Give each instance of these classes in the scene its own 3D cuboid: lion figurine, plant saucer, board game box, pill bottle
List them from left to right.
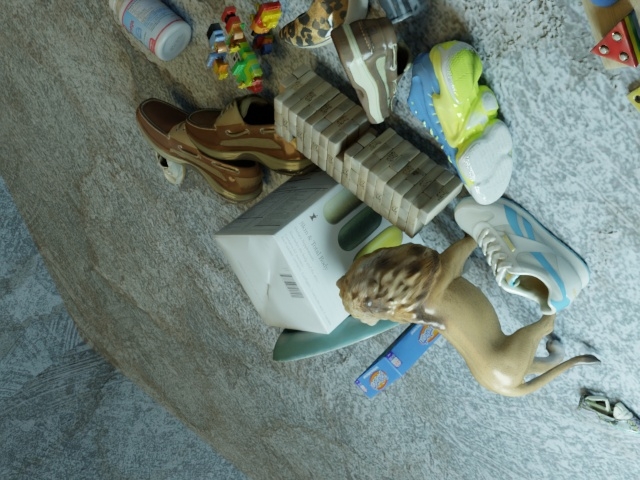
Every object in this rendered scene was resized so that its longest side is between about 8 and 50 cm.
[{"bbox_3d":[-0.333,-0.428,1.552,0.160,0.087,0.087,42,150,16],"label":"pill bottle"},{"bbox_3d":[0.055,0.140,1.460,0.317,0.317,0.044,-18,93,59],"label":"plant saucer"},{"bbox_3d":[0.167,0.182,1.442,0.047,0.210,0.160,45,151,6],"label":"board game box"},{"bbox_3d":[0.230,0.127,1.253,0.392,0.240,0.142,39,144,16],"label":"lion figurine"}]

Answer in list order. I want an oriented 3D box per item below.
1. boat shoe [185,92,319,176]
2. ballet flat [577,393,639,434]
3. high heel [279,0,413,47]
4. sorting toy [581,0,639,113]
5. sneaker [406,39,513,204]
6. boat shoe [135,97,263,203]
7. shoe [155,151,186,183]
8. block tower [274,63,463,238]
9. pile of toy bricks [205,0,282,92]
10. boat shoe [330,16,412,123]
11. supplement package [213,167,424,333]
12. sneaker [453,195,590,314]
[{"bbox_3d":[-0.122,-0.217,1.492,0.324,0.122,0.120,16,132,33],"label":"boat shoe"},{"bbox_3d":[0.475,0.280,1.310,0.114,0.041,0.041,18,138,42],"label":"ballet flat"},{"bbox_3d":[0.003,-0.381,1.144,0.261,0.093,0.186,-2,120,47],"label":"high heel"},{"bbox_3d":[0.346,-0.242,0.874,0.132,0.046,0.275,3,127,53],"label":"sorting toy"},{"bbox_3d":[0.195,-0.170,1.142,0.126,0.091,0.240,24,136,58],"label":"sneaker"},{"bbox_3d":[-0.246,-0.211,1.667,0.324,0.123,0.116,33,144,10],"label":"boat shoe"},{"bbox_3d":[-0.367,-0.211,1.878,0.076,0.058,0.219,34,147,27],"label":"shoe"},{"bbox_3d":[0.064,-0.141,1.287,0.335,0.091,0.097,39,156,19],"label":"block tower"},{"bbox_3d":[-0.126,-0.308,1.360,0.105,0.118,0.212,67,153,9],"label":"pile of toy bricks"},{"bbox_3d":[0.090,-0.240,1.144,0.257,0.095,0.095,33,-145,-77],"label":"boat shoe"},{"bbox_3d":[0.000,0.000,1.406,0.198,0.262,0.199,0,123,54],"label":"supplement package"},{"bbox_3d":[0.288,0.015,1.204,0.228,0.092,0.087,39,151,22],"label":"sneaker"}]
